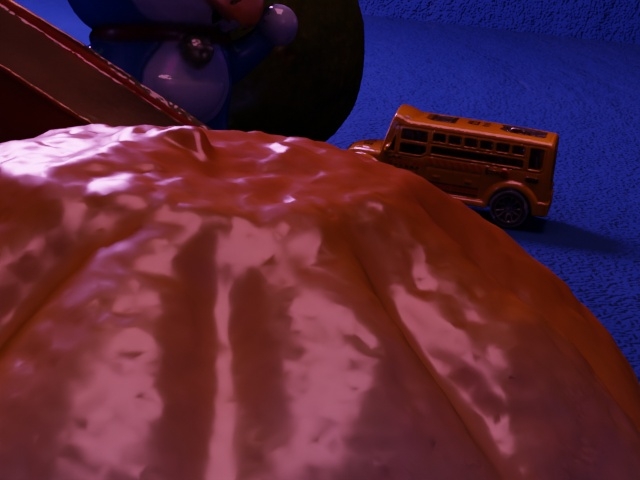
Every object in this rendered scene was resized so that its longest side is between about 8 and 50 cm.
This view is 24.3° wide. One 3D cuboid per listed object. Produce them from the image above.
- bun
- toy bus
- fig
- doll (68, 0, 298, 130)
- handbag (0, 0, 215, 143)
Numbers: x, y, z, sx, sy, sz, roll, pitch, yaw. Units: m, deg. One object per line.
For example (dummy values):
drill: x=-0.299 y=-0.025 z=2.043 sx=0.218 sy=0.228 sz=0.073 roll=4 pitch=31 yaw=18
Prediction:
bun: x=-0.041 y=0.047 z=0.439 sx=0.299 sy=0.165 sz=0.299 roll=5 pitch=12 yaw=-1
toy bus: x=0.096 y=-0.059 z=1.118 sx=0.162 sy=0.074 sz=0.069 roll=10 pitch=15 yaw=10
fig: x=-0.050 y=-0.218 z=1.257 sx=0.206 sy=0.275 sz=0.206 roll=16 pitch=0 yaw=0
doll: x=-0.117 y=-0.164 z=1.085 sx=0.215 sy=0.257 sz=0.161 roll=-6 pitch=6 yaw=-32
handbag: x=-0.137 y=-0.032 z=0.639 sx=0.190 sy=0.127 sz=0.063 roll=34 pitch=37 yaw=0
